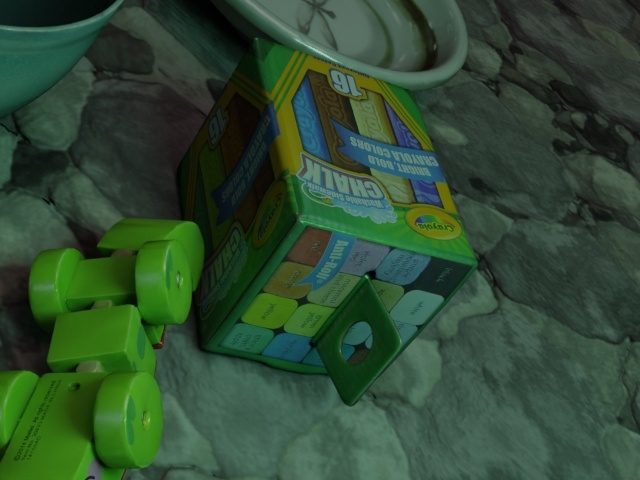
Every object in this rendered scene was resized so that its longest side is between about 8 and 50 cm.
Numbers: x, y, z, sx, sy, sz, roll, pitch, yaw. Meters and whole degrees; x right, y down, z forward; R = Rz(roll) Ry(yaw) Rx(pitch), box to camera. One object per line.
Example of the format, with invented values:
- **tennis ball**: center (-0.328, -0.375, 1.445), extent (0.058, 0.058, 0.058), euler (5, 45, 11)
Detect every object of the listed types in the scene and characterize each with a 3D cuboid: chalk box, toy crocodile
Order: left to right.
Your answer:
- **toy crocodile**: center (-0.159, 0.095, 0.831), extent (0.115, 0.105, 0.340), euler (-6, 39, 12)
- **chalk box**: center (0.000, 0.000, 0.991), extent (0.179, 0.180, 0.289), euler (15, 41, -28)

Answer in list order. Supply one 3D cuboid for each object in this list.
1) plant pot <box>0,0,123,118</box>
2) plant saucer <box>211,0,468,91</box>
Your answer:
- **plant pot**: center (-0.323, -0.198, 0.922), extent (0.293, 0.196, 0.293), euler (22, 39, -19)
- **plant saucer**: center (-0.014, -0.298, 1.366), extent (0.400, 0.100, 0.400), euler (23, 38, -20)
